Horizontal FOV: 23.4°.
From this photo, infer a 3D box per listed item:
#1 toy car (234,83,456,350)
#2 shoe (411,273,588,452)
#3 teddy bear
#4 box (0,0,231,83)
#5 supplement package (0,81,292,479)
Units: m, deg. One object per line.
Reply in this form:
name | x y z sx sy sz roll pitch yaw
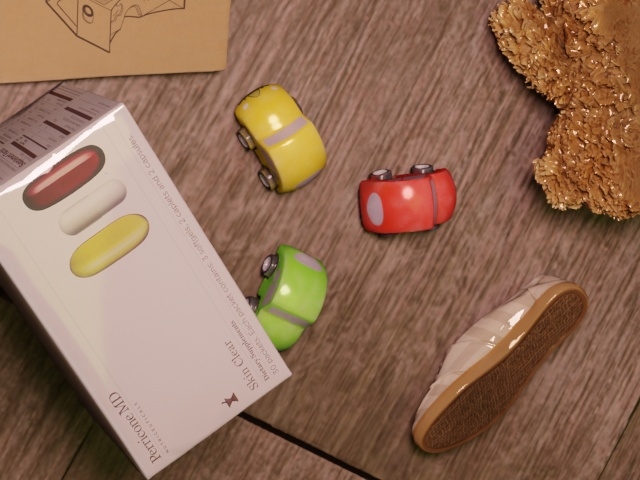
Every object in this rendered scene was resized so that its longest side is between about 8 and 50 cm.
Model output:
toy car | 0.000 0.000 1.400 0.239 0.053 0.225 25 89 -24
shoe | 0.165 0.117 1.492 0.219 0.058 0.076 -44 132 -6
teddy bear | 0.275 -0.190 1.463 0.245 0.113 0.338 -21 99 -23
box | -0.170 -0.214 1.287 0.201 0.021 0.164 -6 120 -21
supplement package | -0.175 0.026 1.252 0.145 0.204 0.262 -36 111 -12
